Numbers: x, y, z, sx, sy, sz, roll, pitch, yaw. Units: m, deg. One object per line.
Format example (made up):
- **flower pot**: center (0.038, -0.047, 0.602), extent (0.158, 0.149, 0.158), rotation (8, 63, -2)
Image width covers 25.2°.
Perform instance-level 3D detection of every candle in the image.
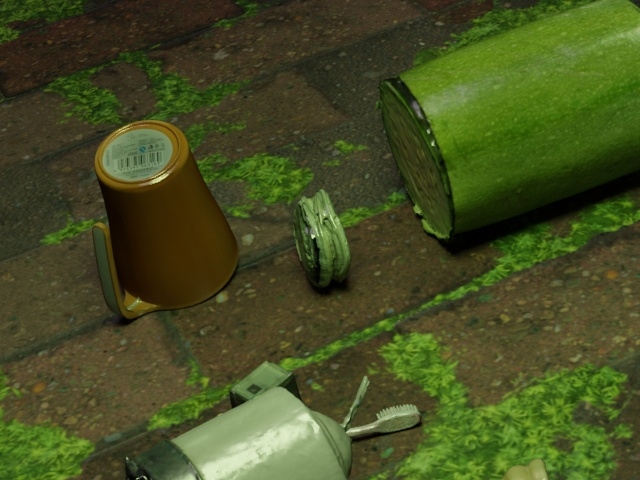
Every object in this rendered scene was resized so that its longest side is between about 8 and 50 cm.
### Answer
- **candle**: center (-0.054, 0.262, 1.623), extent (0.330, 0.187, 0.187), rotation (-26, 38, -21)

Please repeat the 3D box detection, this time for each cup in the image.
- **cup**: center (-0.237, -0.021, 2.015), extent (0.182, 0.264, 0.226), rotation (22, 58, 27)

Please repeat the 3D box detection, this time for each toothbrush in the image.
- **toothbrush**: center (-0.026, 0.248, 1.770), extent (0.307, 0.025, 0.029), rotation (-13, 27, -4)

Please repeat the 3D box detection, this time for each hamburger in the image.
- **hamburger**: center (0.000, 0.000, 2.012), extent (0.062, 0.140, 0.133), rotation (-16, 69, -7)

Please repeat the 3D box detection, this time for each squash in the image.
- **squash**: center (0.295, -0.176, 2.072), extent (0.384, 0.263, 0.263), rotation (-21, 36, -13)

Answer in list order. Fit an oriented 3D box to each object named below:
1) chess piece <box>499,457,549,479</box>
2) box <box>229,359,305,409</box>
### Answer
- **chess piece**: center (0.178, 0.306, 1.591), extent (0.170, 0.094, 0.094), rotation (-16, 35, 7)
- **box**: center (-0.070, 0.200, 1.816), extent (0.060, 0.063, 0.084), rotation (23, 47, 40)
